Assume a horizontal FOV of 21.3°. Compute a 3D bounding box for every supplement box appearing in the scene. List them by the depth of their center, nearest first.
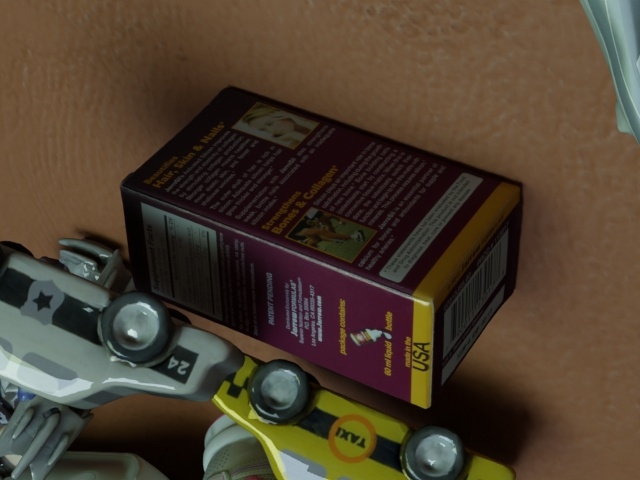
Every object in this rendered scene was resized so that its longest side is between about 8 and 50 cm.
[{"bbox_3d":[0.000,0.000,0.914,0.188,0.104,0.080,20,136,23],"label":"supplement box"}]

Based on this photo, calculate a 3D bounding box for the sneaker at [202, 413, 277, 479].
[{"bbox_3d":[0.003,0.227,1.086,0.252,0.111,0.103,45,121,-5],"label":"sneaker"}]

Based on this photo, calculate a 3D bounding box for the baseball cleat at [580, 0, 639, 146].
[{"bbox_3d":[0.165,-0.097,0.730,0.109,0.072,0.206,-17,117,37],"label":"baseball cleat"}]

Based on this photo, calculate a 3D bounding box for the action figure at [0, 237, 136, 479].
[{"bbox_3d":[-0.195,0.094,1.100,0.099,0.185,0.285,45,150,-6],"label":"action figure"}]

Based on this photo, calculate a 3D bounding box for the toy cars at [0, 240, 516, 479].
[{"bbox_3d":[-0.063,0.092,0.928,0.394,0.087,0.176,27,173,-34],"label":"toy cars"}]

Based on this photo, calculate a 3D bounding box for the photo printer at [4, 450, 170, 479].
[{"bbox_3d":[-0.142,0.266,1.215,0.307,0.107,0.256,-7,121,54],"label":"photo printer"}]
